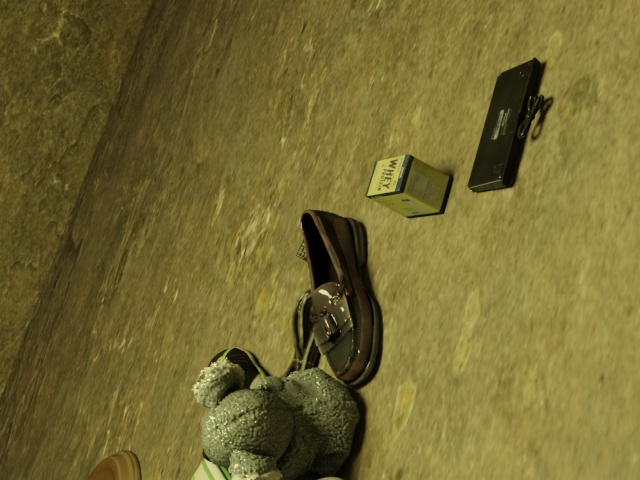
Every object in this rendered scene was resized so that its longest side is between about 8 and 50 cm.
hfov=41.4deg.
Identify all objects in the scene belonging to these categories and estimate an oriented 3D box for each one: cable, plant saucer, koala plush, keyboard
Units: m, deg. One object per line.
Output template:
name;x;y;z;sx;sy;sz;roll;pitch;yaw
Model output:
cable;-0.045;0.203;1.283;0.139;0.072;0.287;4;72;56
plant saucer;-0.447;0.563;1.726;0.278;0.041;0.278;-40;37;40
koala plush;-0.075;0.245;1.106;0.203;0.221;0.196;-31;63;17
keyboard;0.251;-0.152;1.111;0.108;0.023;0.180;-12;58;64

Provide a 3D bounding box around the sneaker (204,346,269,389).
sneaker;-0.155;0.222;1.429;0.234;0.097;0.084;13;79;62

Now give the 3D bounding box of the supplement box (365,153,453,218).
supplement box;0.125;-0.075;1.199;0.083;0.083;0.056;-7;62;58

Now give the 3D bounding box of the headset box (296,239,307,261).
headset box;0.000;0.000;1.409;0.083;0.032;0.062;-64;28;0

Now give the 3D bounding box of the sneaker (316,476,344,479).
sneaker;-0.048;0.446;1.072;0.282;0.102;0.161;-52;34;24

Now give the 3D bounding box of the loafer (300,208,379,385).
loafer;0.014;0.076;1.257;0.109;0.095;0.303;-44;34;34

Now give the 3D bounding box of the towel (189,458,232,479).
towel;-0.209;0.529;1.350;0.325;0.038;0.248;-66;28;2
